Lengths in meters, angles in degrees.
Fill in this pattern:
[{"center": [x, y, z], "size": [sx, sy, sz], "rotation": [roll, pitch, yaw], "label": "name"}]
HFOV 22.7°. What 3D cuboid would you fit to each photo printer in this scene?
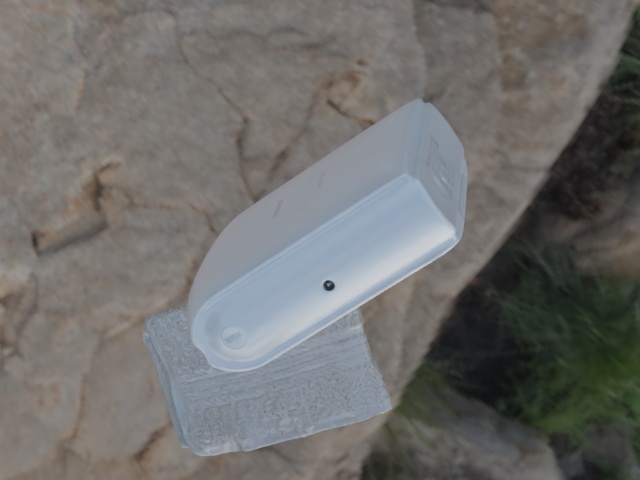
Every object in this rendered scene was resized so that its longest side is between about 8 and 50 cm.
[{"center": [0.000, 0.000, 1.626], "size": [0.307, 0.256, 0.107], "rotation": [-33, 106, 19], "label": "photo printer"}]

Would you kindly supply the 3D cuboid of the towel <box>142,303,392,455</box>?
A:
[{"center": [-0.068, 0.143, 1.860], "size": [0.282, 0.049, 0.187], "rotation": [-18, 93, 26], "label": "towel"}]
